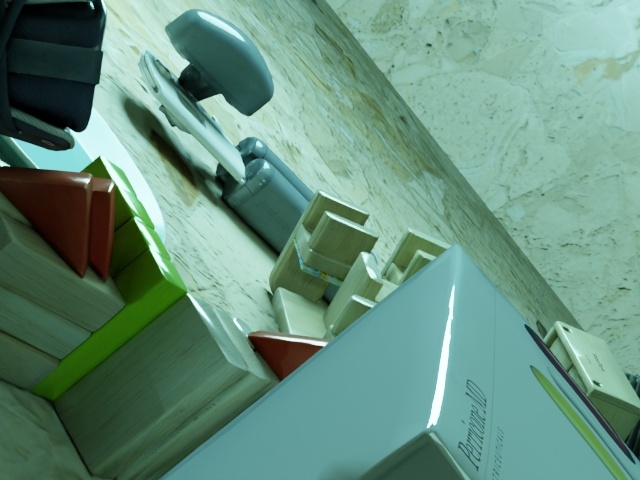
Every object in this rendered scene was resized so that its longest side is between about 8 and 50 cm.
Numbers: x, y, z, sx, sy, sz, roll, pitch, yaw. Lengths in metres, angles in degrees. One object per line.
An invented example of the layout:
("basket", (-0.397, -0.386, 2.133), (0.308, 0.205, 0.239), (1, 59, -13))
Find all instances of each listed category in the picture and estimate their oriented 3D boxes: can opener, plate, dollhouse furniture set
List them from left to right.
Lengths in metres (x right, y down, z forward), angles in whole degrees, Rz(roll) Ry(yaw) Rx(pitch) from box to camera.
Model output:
("plate", (-0.160, -0.061, 1.019), (0.188, 0.024, 0.188), (49, 10, -12))
("can opener", (-0.031, -0.059, 1.343), (0.283, 0.095, 0.076), (45, 13, -29))
("dollhouse furniture set", (0.069, 0.114, 1.200), (0.242, 0.161, 0.212), (23, 20, -18))

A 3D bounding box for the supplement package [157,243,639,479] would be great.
("supplement package", (0.010, 0.138, 0.583), (0.145, 0.204, 0.262), (50, 11, -5))

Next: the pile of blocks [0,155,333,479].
("pile of blocks", (-0.054, 0.056, 0.834), (0.362, 0.113, 0.149), (45, 13, -30))

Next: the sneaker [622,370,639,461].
("sneaker", (0.226, 0.217, 1.395), (0.146, 0.122, 0.330), (8, -36, 37))

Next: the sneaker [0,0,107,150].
("sneaker", (-0.175, -0.087, 0.705), (0.163, 0.086, 0.226), (15, 11, 3))
